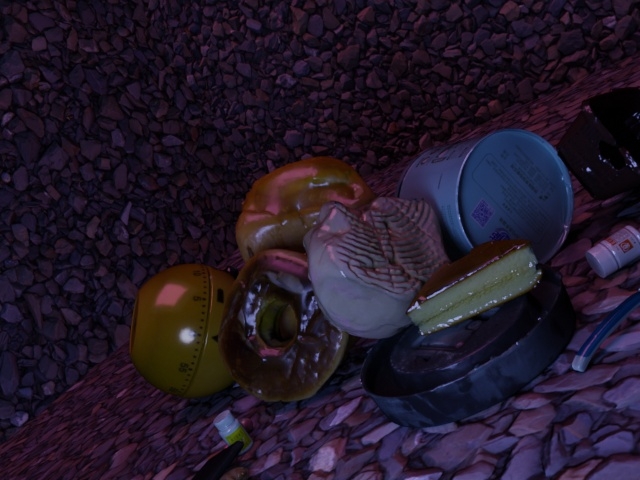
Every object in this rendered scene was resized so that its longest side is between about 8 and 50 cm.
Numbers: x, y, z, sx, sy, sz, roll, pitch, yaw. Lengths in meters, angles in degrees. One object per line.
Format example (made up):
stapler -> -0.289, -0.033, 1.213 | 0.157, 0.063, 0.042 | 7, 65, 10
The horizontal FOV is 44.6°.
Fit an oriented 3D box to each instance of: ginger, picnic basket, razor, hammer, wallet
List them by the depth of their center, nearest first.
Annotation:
razor -> 0.433, 0.123, 1.143 | 0.191, 0.037, 0.068 | -35, 12, -18
ginger -> -0.152, 0.436, 1.339 | 0.069, 0.051, 0.173 | -29, 12, -5
wallet -> -0.242, 0.475, 1.404 | 0.146, 0.030, 0.285 | -44, 2, 40
picnic basket -> 0.606, -0.183, 1.570 | 0.296, 0.223, 0.129 | -19, -22, -44
hammer -> -0.176, 0.402, 1.612 | 0.052, 0.031, 0.083 | -27, 17, 41

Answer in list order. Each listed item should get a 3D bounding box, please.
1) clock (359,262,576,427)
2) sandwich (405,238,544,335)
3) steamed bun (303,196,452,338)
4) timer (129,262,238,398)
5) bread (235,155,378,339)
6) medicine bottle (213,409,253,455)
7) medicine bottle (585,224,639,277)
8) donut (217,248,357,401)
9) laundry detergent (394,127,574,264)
clock -> 0.248, 0.173, 1.334 | 0.386, 0.076, 0.386 | -31, 11, 7
sandwich -> 0.259, 0.072, 1.308 | 0.244, 0.090, 0.088 | -31, 15, 22
steamed bun -> 0.095, 0.054, 1.460 | 0.319, 0.275, 0.206 | -5, -36, -35
timer -> -0.282, 0.230, 1.986 | 0.386, 0.377, 0.376 | 10, -2, -18
bread -> 0.000, 0.000, 1.836 | 0.360, 0.394, 0.250 | -19, 21, 9
medicine bottle -> -0.173, 0.382, 1.548 | 0.047, 0.083, 0.047 | -31, 13, 8
medicine bottle -> 0.510, 0.019, 1.344 | 0.089, 0.057, 0.057 | -32, 11, -1
donut -> -0.064, 0.171, 1.650 | 0.330, 0.330, 0.160 | -27, -8, 24
laundry detergent -> 0.326, -0.076, 1.659 | 0.287, 0.287, 0.305 | -36, 12, -20
